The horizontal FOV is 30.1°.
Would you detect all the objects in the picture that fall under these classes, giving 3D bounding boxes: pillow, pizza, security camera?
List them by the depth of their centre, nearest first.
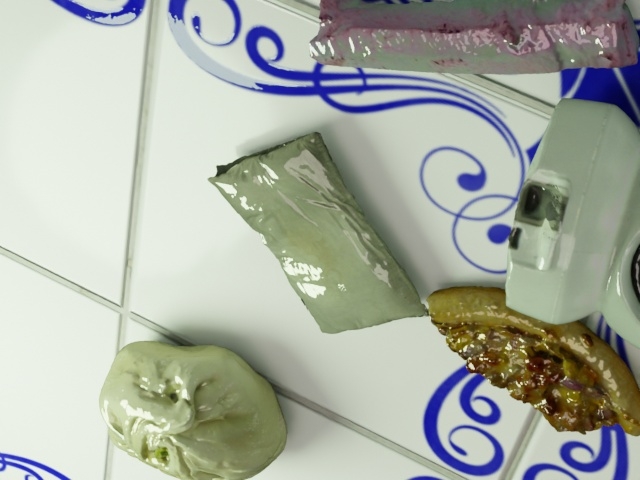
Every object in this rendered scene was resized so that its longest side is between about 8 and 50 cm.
[{"bbox_3d":[0.281,-0.002,0.960,0.236,0.194,0.195,17,130,14],"label":"security camera"},{"bbox_3d":[0.216,0.119,1.173,0.246,0.058,0.127,40,134,1],"label":"pizza"},{"bbox_3d":[0.000,0.000,1.219,0.148,0.050,0.230,-15,117,43],"label":"pillow"}]

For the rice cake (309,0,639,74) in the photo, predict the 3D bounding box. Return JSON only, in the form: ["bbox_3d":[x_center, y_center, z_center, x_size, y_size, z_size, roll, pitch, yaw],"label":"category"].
[{"bbox_3d":[0.121,-0.181,1.006,0.290,0.051,0.081,6,127,27],"label":"rice cake"}]

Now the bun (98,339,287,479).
[{"bbox_3d":[-0.160,0.215,1.414,0.229,0.145,0.229,13,127,18],"label":"bun"}]
